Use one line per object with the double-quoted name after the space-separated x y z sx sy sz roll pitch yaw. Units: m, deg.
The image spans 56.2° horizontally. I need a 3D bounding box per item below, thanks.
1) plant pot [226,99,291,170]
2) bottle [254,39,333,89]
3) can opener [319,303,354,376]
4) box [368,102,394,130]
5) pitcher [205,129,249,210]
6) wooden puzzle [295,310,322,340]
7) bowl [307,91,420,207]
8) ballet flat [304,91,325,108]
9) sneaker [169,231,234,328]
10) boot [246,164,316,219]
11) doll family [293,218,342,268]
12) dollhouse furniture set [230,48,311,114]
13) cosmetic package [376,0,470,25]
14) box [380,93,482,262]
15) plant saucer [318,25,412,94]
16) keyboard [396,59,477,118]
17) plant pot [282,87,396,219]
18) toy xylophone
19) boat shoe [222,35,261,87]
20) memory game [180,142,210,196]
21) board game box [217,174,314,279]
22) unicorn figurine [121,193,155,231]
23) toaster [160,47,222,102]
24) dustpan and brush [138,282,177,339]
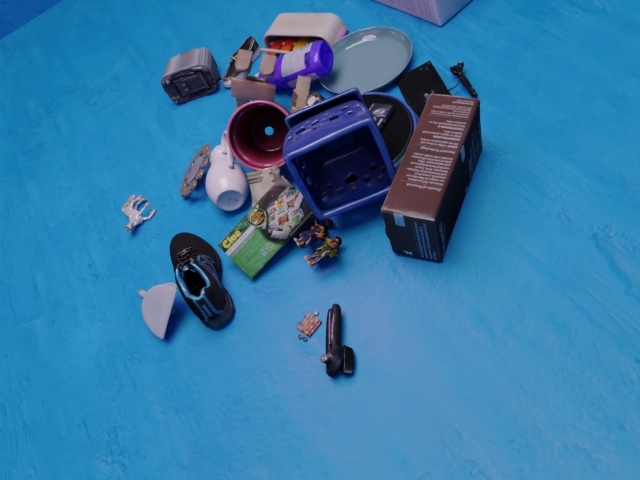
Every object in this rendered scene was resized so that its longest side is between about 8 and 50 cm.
-0.157 -0.312 1.754 0.201 0.201 0.180 -19 13 9 "plant pot"
-0.092 -0.560 1.969 0.283 0.092 0.118 -11 61 35 "bottle"
0.033 0.234 1.408 0.059 0.073 0.186 -48 35 38 "can opener"
0.157 -0.345 1.672 0.067 0.018 0.083 19 67 35 "box"
-0.277 -0.206 1.770 0.126 0.177 0.207 -1 46 -18 "pitcher"
-0.029 0.208 1.475 0.049 0.006 0.083 30 71 36 "wooden puzzle"
0.103 -0.267 1.706 0.391 0.077 0.391 -13 53 18 "bowl"
-0.017 -0.354 1.729 0.074 0.074 0.203 -10 54 16 "ballet flat"
-0.334 0.075 1.610 0.125 0.139 0.341 -34 50 -4 "sneaker"
-0.103 -0.126 1.649 0.213 0.077 0.165 -5 96 23 "boot"
0.000 0.000 1.571 0.111 0.076 0.193 -35 47 2 "doll family"
-0.162 -0.442 1.872 0.242 0.212 0.160 10 55 -4 "dollhouse furniture set"
0.338 -0.982 1.972 0.327 0.329 0.394 -43 52 -9 "cosmetic package"
0.285 -0.160 1.485 0.143 0.191 0.381 14 63 25 "box"
0.145 -0.573 1.943 0.318 0.043 0.317 -12 52 16 "plant saucer"
0.357 -0.423 1.755 0.202 0.033 0.317 -26 51 12 "keyboard"
0.044 -0.230 1.512 0.236 0.236 0.212 -21 43 11 "plant pot"
-0.077 -0.711 2.107 0.323 0.081 0.236 20 66 33 "toy xylophone"
-0.295 -0.646 2.158 0.078 0.070 0.219 14 63 30 "boat shoe"
-0.389 -0.217 1.864 0.186 0.012 0.186 -41 35 37 "memory game"
-0.141 -0.035 1.601 0.136 0.030 0.259 45 96 5 "board game box"
-0.581 -0.082 1.886 0.111 0.060 0.162 -43 35 -10 "unicorn figurine"
-0.459 -0.602 2.158 0.227 0.129 0.146 -16 50 13 "toaster"
-0.454 0.169 1.638 0.211 0.060 0.147 19 94 36 "dustpan and brush"
